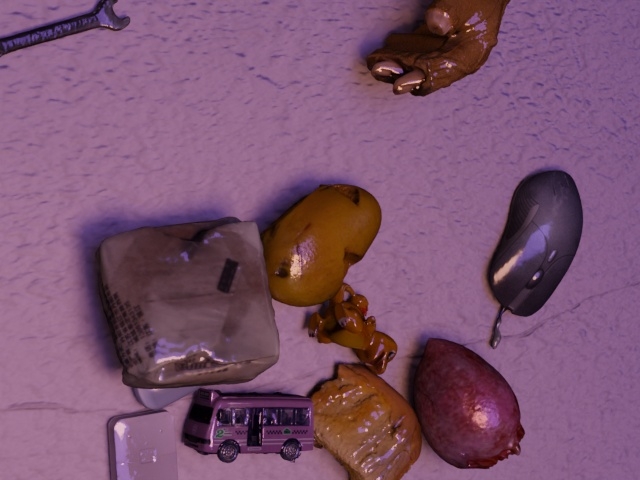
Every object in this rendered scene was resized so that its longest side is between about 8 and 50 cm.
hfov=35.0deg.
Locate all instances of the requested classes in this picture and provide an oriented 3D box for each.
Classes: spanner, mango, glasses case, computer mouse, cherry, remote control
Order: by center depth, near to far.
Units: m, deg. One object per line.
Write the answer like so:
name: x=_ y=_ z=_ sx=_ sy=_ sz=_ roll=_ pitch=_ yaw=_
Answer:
spanner: x=-0.394 y=-0.302 z=1.474 sx=0.255 sy=0.015 sz=0.054 roll=-25 pitch=105 yaw=-29
remote control: x=-0.266 y=0.387 z=1.551 sx=0.103 sy=0.034 sz=0.250 roll=-6 pitch=93 yaw=-31
glasses case: x=-0.207 y=0.199 z=1.578 sx=0.178 sy=0.045 sz=0.067 roll=-27 pitch=103 yaw=-28
mango: x=0.000 y=0.000 z=1.657 sx=0.262 sy=0.130 sz=0.167 roll=-46 pitch=113 yaw=-28
cherry: x=0.249 y=0.282 z=1.784 sx=0.175 sy=0.192 sz=0.249 roll=-27 pitch=91 yaw=5
computer mouse: x=0.413 y=0.037 z=1.936 sx=0.167 sy=0.090 sz=0.379 roll=30 pitch=77 yaw=-27

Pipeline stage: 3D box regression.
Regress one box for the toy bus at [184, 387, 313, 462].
toy bus: x=-0.110 y=0.291 z=1.610 sx=0.199 sy=0.096 sz=0.108 roll=7 pitch=86 yaw=-33

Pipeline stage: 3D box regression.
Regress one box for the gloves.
gloves: x=0.226 y=-0.358 z=1.749 sx=0.155 sy=0.203 sz=0.356 roll=45 pitch=61 yaw=1

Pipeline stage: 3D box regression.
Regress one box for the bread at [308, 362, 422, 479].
bread: x=0.092 y=0.333 z=1.713 sx=0.174 sy=0.133 sz=0.251 roll=-40 pitch=111 yaw=-23

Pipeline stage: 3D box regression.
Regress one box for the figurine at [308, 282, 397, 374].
figurine: x=0.066 y=0.146 z=1.728 sx=0.176 sy=0.121 sz=0.122 roll=43 pitch=39 yaw=-32

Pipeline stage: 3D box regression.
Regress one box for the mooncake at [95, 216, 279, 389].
mooncake: x=-0.199 y=0.097 z=1.511 sx=0.250 sy=0.136 sz=0.254 roll=-7 pitch=76 yaw=-25
